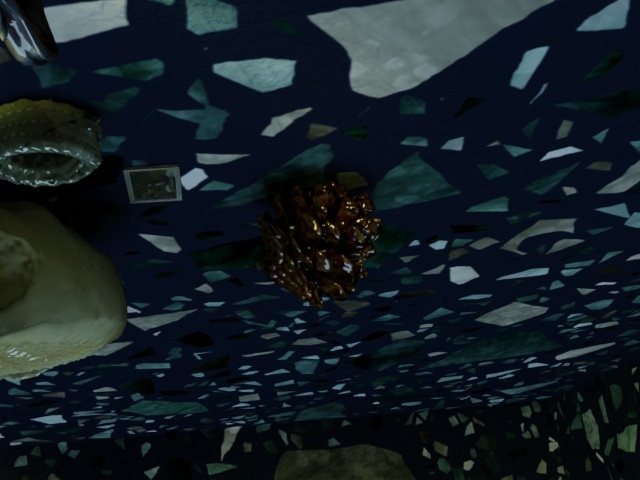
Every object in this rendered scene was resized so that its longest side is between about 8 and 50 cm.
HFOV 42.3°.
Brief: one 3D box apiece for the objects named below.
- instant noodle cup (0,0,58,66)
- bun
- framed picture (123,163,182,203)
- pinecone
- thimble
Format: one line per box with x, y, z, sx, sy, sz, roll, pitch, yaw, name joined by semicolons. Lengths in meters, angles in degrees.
-0.103;-0.243;0.315;0.182;0.258;0.302;-25;115;-2;instant noodle cup
-0.420;0.058;0.980;0.364;0.202;0.364;-11;164;-3;bun
-0.201;-0.068;1.000;0.066;0.006;0.089;-4;158;-9;framed picture
0.000;0.000;1.052;0.174;0.173;0.173;-7;158;-3;pinecone
-0.274;-0.097;0.828;0.110;0.062;0.084;-5;157;-7;thimble
